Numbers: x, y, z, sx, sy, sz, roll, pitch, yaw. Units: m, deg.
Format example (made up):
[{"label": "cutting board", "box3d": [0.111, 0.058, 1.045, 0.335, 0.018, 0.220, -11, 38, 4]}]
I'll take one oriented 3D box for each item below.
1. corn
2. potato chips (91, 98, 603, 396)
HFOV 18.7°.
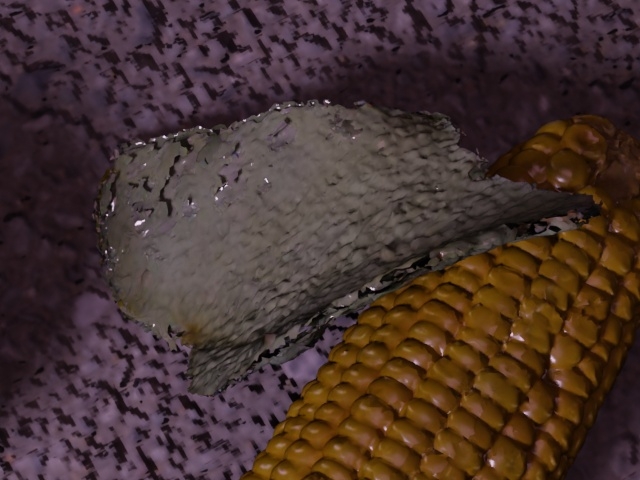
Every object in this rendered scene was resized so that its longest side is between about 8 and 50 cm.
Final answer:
[{"label": "corn", "box3d": [0.047, 0.083, 0.810, 0.119, 0.119, 0.322, 34, 66, 6]}, {"label": "potato chips", "box3d": [-0.005, -0.005, 0.809, 0.167, 0.228, 0.059, -44, 124, -12]}]
